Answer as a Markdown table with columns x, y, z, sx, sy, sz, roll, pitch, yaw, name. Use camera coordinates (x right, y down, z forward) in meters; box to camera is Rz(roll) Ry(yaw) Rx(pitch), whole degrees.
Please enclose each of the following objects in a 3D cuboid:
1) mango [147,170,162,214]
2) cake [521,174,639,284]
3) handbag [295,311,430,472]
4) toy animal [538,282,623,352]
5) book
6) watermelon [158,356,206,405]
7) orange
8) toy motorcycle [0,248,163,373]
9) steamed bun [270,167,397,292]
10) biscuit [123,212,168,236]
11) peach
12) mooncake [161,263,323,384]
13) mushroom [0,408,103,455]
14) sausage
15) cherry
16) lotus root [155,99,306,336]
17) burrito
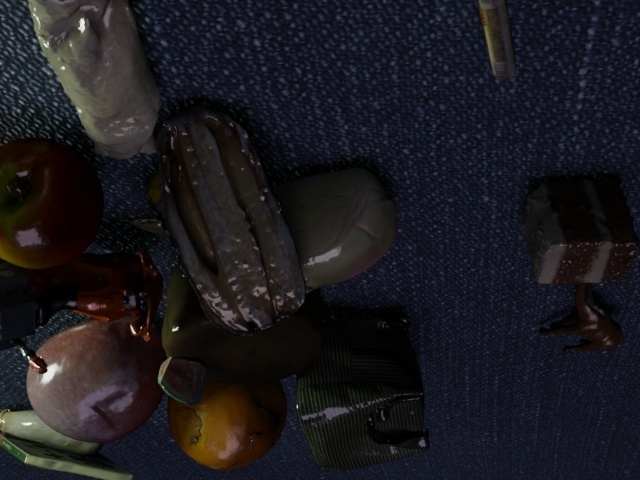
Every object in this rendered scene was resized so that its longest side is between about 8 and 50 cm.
| x | y | z | sx | sy | sz | roll | pitch | yaw | name |
| --- | --- | --- | --- | --- | --- | --- | --- | --- | --- |
| -0.185 | -0.061 | 1.247 | 0.103 | 0.076 | 0.161 | -22 | 147 | 27 | mango |
| 0.393 | -0.011 | 1.284 | 0.147 | 0.135 | 0.135 | -8 | 146 | 2 | cake |
| 0.086 | 0.301 | 1.658 | 0.240 | 0.247 | 0.341 | -7 | 141 | 7 | handbag |
| 0.498 | 0.136 | 1.591 | 0.224 | 0.066 | 0.229 | 30 | 149 | -11 | toy animal |
| -0.634 | 0.530 | 2.046 | 0.260 | 0.043 | 0.371 | 22 | 165 | -29 | book |
| -0.234 | 0.237 | 1.416 | 0.084 | 0.092 | 0.072 | 11 | 112 | -27 | watermelon |
| -0.191 | 0.345 | 1.719 | 0.246 | 0.246 | 0.246 | -1 | 147 | 0 | orange |
| -0.372 | 0.084 | 1.277 | 0.325 | 0.221 | 0.148 | -13 | 121 | -42 | toy motorcycle |
| 0.000 | 0.000 | 1.268 | 0.238 | 0.153 | 0.170 | -13 | 152 | 16 | steamed bun |
| -0.206 | -0.013 | 1.282 | 0.143 | 0.016 | 0.203 | 8 | 174 | 3 | biscuit |
| -0.393 | -0.051 | 1.170 | 0.197 | 0.197 | 0.197 | -1 | 147 | 0 | peach |
| -0.133 | 0.132 | 1.470 | 0.290 | 0.161 | 0.290 | -2 | 147 | -1 | mooncake |
| -0.637 | 0.446 | 2.006 | 0.270 | 0.103 | 0.118 | 14 | 155 | -11 | mushroom |
| 0.199 | -0.273 | 0.968 | 0.032 | 0.033 | 0.269 | -11 | 146 | 14 | sausage |
| -0.419 | 0.266 | 1.626 | 0.307 | 0.221 | 0.261 | -40 | 136 | 20 | cherry |
| -0.135 | -0.031 | 1.168 | 0.167 | 0.078 | 0.330 | -18 | 104 | -7 | lotus root |
| -0.265 | -0.220 | 1.002 | 0.117 | 0.076 | 0.392 | -7 | 149 | -3 | burrito |
